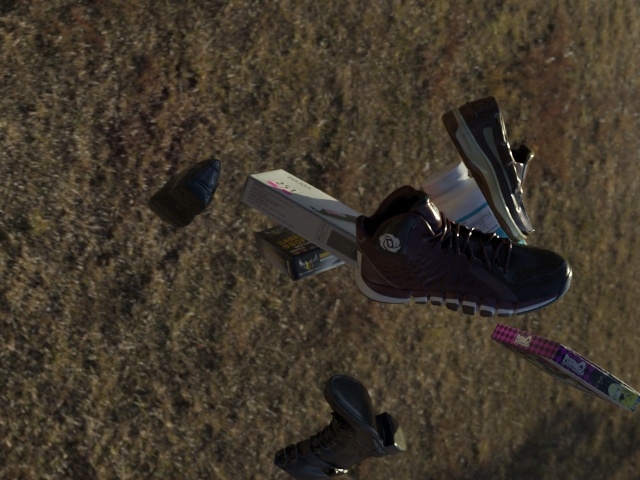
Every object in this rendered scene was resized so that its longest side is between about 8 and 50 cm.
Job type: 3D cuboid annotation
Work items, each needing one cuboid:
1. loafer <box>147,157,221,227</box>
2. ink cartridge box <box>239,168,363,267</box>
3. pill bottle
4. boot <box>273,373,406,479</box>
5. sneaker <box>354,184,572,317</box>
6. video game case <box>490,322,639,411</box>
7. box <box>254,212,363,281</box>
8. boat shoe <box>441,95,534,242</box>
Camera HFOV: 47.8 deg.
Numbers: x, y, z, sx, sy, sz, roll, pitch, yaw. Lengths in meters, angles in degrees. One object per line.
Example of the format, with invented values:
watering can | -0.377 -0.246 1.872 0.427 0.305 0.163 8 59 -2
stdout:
loafer | -0.175 -0.061 0.949 0.062 0.170 0.061 43 62 -21
ink cartridge box | 0.021 -0.052 1.382 0.239 0.275 0.060 -23 140 -61
pill bottle | 0.305 -0.023 1.428 0.146 0.146 0.264 -37 100 -31
boot | 0.011 0.367 1.321 0.263 0.229 0.091 49 22 -35
sneaker | 0.172 0.007 0.908 0.106 0.281 0.163 -76 160 -46
video game case | 0.476 0.246 1.426 0.210 0.232 0.042 32 85 -15
box | 0.000 0.000 1.560 0.231 0.183 0.056 -18 116 -23
boat shoe | 0.277 -0.103 1.075 0.095 0.095 0.257 -29 126 13
